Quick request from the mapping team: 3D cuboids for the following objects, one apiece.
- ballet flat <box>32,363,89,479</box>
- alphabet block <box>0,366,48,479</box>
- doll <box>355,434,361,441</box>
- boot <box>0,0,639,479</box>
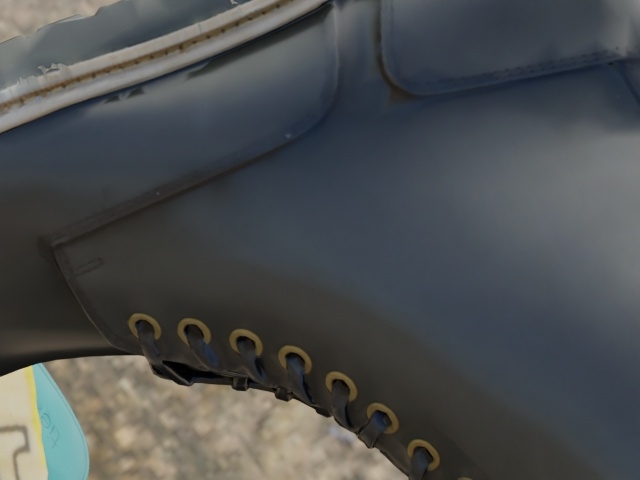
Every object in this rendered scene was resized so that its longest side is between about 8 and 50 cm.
[{"bbox_3d":[-0.345,0.040,1.510,0.164,0.182,0.483,-63,141,-55],"label":"ballet flat"},{"bbox_3d":[-0.271,0.162,0.983,0.197,0.192,0.193,6,74,-61],"label":"alphabet block"},{"bbox_3d":[0.000,0.000,0.779,0.129,0.046,0.189,-94,164,-45],"label":"doll"},{"bbox_3d":[-0.011,0.023,0.345,0.137,0.198,0.077,62,14,16],"label":"boot"}]
